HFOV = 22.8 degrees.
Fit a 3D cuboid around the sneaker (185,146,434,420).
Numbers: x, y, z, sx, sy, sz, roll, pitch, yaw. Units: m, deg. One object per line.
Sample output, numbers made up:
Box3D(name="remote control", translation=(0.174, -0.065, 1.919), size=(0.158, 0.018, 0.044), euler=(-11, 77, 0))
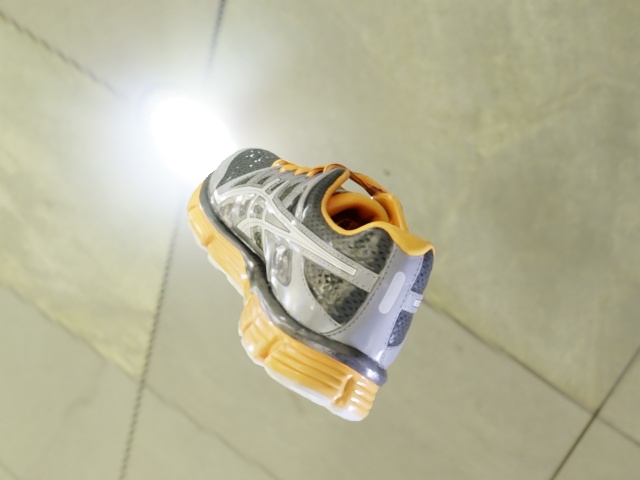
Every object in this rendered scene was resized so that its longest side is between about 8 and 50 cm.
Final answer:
Box3D(name="sneaker", translation=(0.000, 0.000, 0.738), size=(0.084, 0.083, 0.215), euler=(27, -166, -27))
